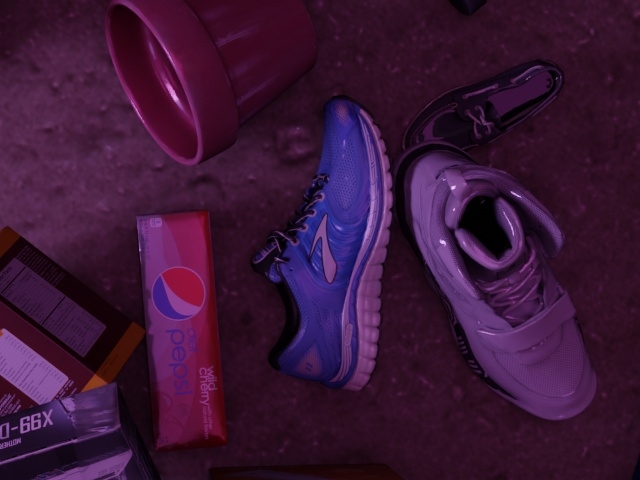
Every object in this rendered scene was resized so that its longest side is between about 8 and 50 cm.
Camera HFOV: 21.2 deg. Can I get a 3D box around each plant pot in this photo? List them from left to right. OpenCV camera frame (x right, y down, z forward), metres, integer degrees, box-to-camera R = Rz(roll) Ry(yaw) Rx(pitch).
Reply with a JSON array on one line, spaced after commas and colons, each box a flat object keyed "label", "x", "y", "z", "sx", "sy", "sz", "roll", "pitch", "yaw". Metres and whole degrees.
[{"label": "plant pot", "x": -0.111, "y": -0.208, "z": 1.879, "sx": 0.180, "sy": 0.201, "sz": 0.201, "roll": -28, "pitch": 92, "yaw": -21}]

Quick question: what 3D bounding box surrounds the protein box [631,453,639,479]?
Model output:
[{"label": "protein box", "x": 0.486, "y": 0.259, "z": 1.921, "sx": 0.201, "sy": 0.200, "sz": 0.136, "roll": 18, "pitch": 88, "yaw": -6}]

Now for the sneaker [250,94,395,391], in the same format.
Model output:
[{"label": "sneaker", "x": 0.000, "y": 0.000, "z": 1.910, "sx": 0.147, "sy": 0.130, "sz": 0.330, "roll": 5, "pitch": 89, "yaw": -8}]

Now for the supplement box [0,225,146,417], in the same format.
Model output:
[{"label": "supplement box", "x": -0.332, "y": 0.129, "z": 1.836, "sx": 0.194, "sy": 0.129, "sz": 0.191, "roll": 38, "pitch": 116, "yaw": -4}]

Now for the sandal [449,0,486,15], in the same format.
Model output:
[{"label": "sandal", "x": 0.111, "y": -0.372, "z": 1.948, "sx": 0.054, "sy": 0.097, "sz": 0.254, "roll": -40, "pitch": 104, "yaw": -4}]

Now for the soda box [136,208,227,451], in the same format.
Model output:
[{"label": "soda box", "x": -0.156, "y": 0.099, "z": 1.910, "sx": 0.083, "sy": 0.092, "sz": 0.263, "roll": -5, "pitch": 90, "yaw": -7}]

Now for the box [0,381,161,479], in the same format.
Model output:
[{"label": "box", "x": -0.279, "y": 0.311, "z": 1.810, "sx": 0.242, "sy": 0.076, "sz": 0.307, "roll": -16, "pitch": 128, "yaw": 1}]

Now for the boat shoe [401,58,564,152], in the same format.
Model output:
[{"label": "boat shoe", "x": 0.188, "y": -0.150, "z": 1.962, "sx": 0.206, "sy": 0.065, "sz": 0.075, "roll": -27, "pitch": 95, "yaw": -4}]

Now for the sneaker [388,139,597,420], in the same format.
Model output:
[{"label": "sneaker", "x": 0.206, "y": 0.058, "z": 1.878, "sx": 0.137, "sy": 0.210, "sz": 0.366, "roll": -33, "pitch": 100, "yaw": -5}]

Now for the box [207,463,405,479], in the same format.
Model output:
[{"label": "box", "x": -0.008, "y": 0.338, "z": 1.795, "sx": 0.215, "sy": 0.345, "sz": 0.168, "roll": -1, "pitch": 89, "yaw": -6}]
